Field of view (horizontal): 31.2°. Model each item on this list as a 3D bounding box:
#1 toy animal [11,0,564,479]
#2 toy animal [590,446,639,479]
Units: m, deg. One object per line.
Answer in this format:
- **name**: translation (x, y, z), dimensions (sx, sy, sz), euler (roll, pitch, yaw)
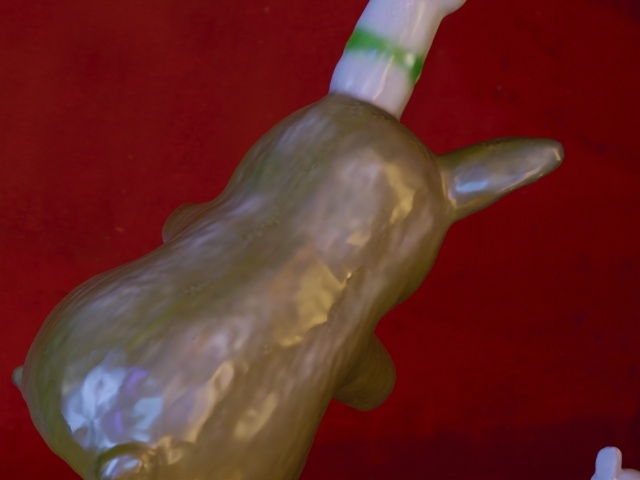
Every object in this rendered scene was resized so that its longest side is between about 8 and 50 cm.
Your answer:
- **toy animal**: translation (-0.007, 0.010, 0.670), dimensions (0.181, 0.180, 0.363), euler (41, 71, 5)
- **toy animal**: translation (0.381, 0.279, 1.097), dimensions (0.282, 0.140, 0.138), euler (9, 86, -26)
